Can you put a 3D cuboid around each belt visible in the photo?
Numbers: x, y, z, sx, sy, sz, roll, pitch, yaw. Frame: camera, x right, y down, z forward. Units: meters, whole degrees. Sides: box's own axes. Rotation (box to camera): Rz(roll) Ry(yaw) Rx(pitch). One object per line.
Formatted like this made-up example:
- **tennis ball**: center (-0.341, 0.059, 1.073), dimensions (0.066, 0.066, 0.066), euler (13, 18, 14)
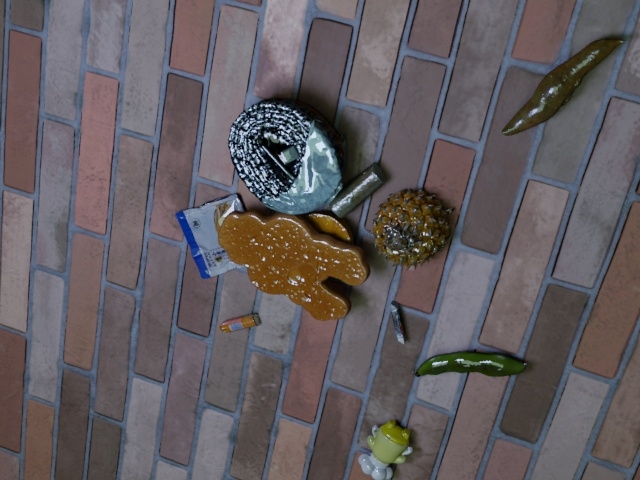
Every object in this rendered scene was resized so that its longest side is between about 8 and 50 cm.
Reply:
- **belt**: center (-0.063, -0.175, 1.807), dimensions (0.207, 0.150, 0.257), euler (-41, 95, 18)

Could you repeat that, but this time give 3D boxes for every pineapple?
- **pineapple**: center (0.176, -0.012, 1.792), dimensions (0.161, 0.137, 0.176), euler (42, 119, 0)

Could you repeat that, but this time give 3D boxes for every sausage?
- **sausage**: center (-0.195, 0.196, 2.063), dimensions (0.107, 0.031, 0.031), euler (-14, 105, 24)

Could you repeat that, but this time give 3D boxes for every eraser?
- **eraser**: center (0.172, 0.181, 1.932), dimensions (0.019, 0.027, 0.099), euler (-6, 107, 19)

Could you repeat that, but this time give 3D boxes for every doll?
- **doll**: center (0.150, 0.491, 2.044), dimensions (0.106, 0.062, 0.162), euler (32, 117, 10)

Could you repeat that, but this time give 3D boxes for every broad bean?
- **broad bean**: center (0.321, 0.269, 1.905), dimensions (0.255, 0.046, 0.065), euler (-5, 116, 22)

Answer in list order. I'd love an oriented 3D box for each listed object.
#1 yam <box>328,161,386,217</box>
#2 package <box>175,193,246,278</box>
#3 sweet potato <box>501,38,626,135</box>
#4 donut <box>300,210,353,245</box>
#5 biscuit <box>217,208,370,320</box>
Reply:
- **yam**: center (0.078, -0.104, 1.838), dimensions (0.132, 0.054, 0.054), euler (-40, 94, 26)
- **package**: center (-0.229, -0.007, 1.996), dimensions (0.173, 0.027, 0.171), euler (-17, 104, 21)
- **sweet potato**: center (0.447, -0.288, 1.633), dimensions (0.067, 0.067, 0.274), euler (46, 117, -2)
- **donut**: center (0.000, 0.000, 1.903), dimensions (0.152, 0.058, 0.152), euler (6, 113, 16)
- **biscuit**: center (-0.062, 0.039, 1.880), dimensions (0.334, 0.047, 0.202), euler (26, 118, 5)
